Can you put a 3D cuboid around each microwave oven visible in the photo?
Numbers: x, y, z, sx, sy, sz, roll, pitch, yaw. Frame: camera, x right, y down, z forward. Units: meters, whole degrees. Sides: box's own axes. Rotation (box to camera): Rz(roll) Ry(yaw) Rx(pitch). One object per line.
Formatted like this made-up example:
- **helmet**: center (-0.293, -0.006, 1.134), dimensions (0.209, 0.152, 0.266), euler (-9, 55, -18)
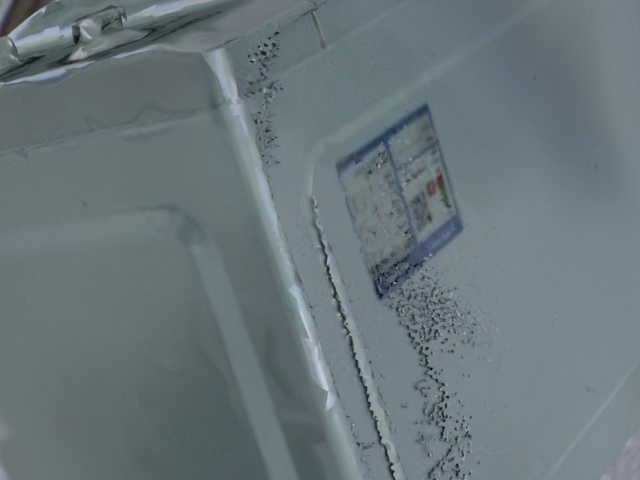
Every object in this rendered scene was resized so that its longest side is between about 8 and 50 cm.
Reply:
- **microwave oven**: center (0.000, 0.000, 0.625), dimensions (0.181, 0.295, 0.237), euler (-7, 108, 33)

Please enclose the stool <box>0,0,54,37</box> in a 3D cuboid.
- **stool**: center (-0.173, -0.158, 0.889), dimensions (0.310, 0.226, 0.310), euler (-9, 137, 47)
